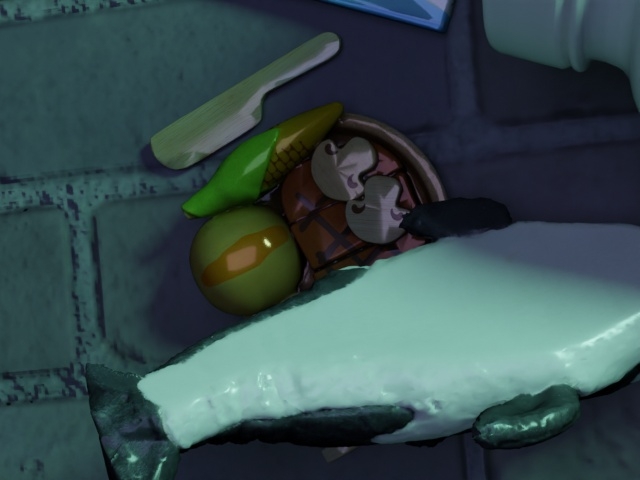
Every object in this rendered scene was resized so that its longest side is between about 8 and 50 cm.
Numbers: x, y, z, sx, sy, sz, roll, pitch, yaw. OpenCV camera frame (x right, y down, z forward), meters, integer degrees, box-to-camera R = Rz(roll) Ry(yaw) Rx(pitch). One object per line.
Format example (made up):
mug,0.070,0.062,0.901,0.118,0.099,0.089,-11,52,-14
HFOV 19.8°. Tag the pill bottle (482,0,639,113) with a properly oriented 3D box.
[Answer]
pill bottle,0.247,-0.108,0.763,0.334,0.188,0.188,16,93,15

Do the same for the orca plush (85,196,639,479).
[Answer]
orca plush,0.043,0.078,0.844,0.287,0.102,0.151,-26,46,-18

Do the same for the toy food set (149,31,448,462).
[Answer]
toy food set,0.000,0.000,0.906,0.132,0.038,0.192,-32,81,12

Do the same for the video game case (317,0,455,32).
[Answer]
video game case,0.029,-0.198,0.915,0.119,0.015,0.166,17,93,15
